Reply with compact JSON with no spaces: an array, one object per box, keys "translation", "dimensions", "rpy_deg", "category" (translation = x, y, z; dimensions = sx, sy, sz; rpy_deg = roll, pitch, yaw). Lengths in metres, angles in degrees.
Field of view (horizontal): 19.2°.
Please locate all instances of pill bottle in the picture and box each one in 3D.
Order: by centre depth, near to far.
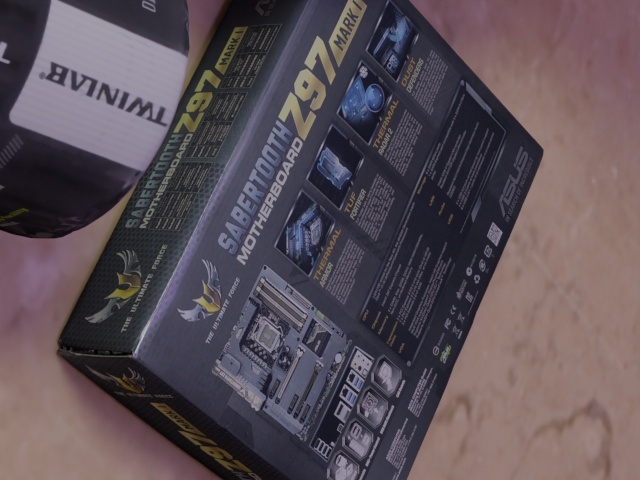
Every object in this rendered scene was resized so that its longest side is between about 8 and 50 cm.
[{"translation":[-0.173,-0.090,0.657],"dimensions":[0.245,0.130,0.130],"rpy_deg":[20,76,-45],"category":"pill bottle"}]

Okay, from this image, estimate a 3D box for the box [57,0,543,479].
[{"translation":[0.000,0.000,0.890],"dimensions":[0.183,0.059,0.233],"rpy_deg":[42,62,-38],"category":"box"}]
